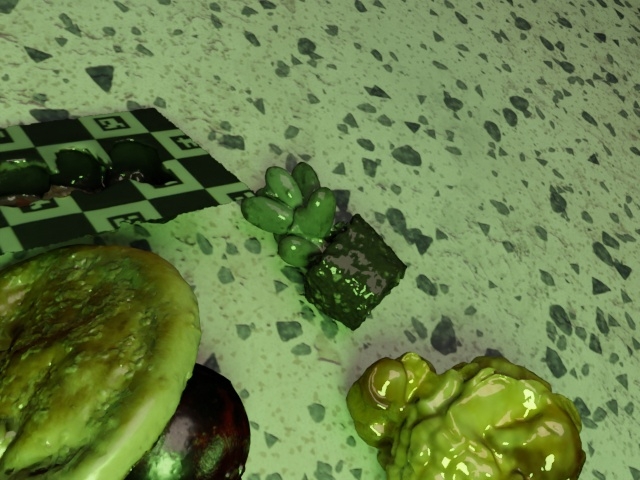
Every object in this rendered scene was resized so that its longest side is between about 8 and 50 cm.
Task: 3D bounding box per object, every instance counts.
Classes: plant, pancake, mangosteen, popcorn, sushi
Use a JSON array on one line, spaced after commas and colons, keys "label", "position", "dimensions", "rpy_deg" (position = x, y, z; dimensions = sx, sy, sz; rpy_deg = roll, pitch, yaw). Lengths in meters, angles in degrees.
[{"label": "plant", "position": [0.000, 0.002, 1.049], "dimensions": [0.274, 0.149, 0.146], "rpy_deg": [48, 48, 11]}, {"label": "pancake", "position": [-0.307, 0.137, 0.717], "dimensions": [0.386, 0.082, 0.387], "rpy_deg": [-10, 41, 9]}, {"label": "mangosteen", "position": [-0.179, 0.228, 0.764], "dimensions": [0.209, 0.210, 0.210], "rpy_deg": [15, 52, -20]}, {"label": "popcorn", "position": [0.188, 0.280, 0.921], "dimensions": [0.332, 0.225, 0.265], "rpy_deg": [23, 68, -2]}, {"label": "sushi", "position": [-0.325, -0.055, 0.937], "dimensions": [0.373, 0.100, 0.296], "rpy_deg": [-18, 45, -37]}]
